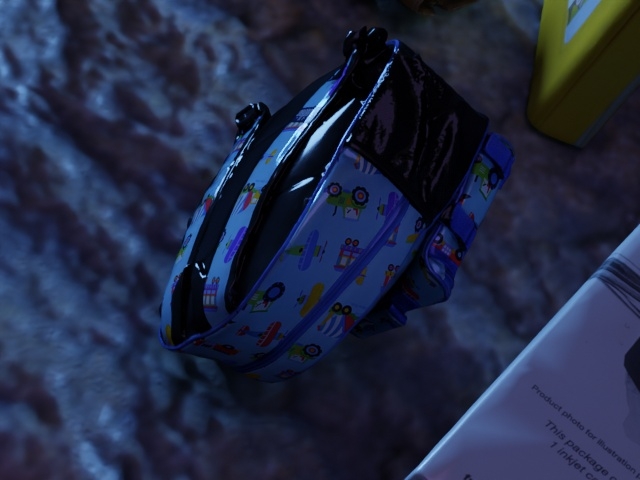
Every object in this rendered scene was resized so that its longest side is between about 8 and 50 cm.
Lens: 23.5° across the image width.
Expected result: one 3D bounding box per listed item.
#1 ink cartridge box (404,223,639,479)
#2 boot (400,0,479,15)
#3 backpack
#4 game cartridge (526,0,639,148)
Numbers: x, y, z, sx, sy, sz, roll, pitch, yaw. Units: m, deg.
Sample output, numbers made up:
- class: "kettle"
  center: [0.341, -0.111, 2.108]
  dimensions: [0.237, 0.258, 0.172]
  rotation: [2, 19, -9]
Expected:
- class: "ink cartridge box"
  center: [0.121, 0.111, 0.719]
  dimensions: [0.114, 0.197, 0.273]
  rotation: [42, 49, 11]
- class: "boot"
  center: [0.018, -0.206, 1.013]
  dimensions: [0.197, 0.073, 0.152]
  rotation: [-22, 69, -33]
- class: "backpack"
  center: [0.000, 0.000, 0.788]
  dimensions: [0.117, 0.158, 0.173]
  rotation: [37, 59, -17]
- class: "game cartridge"
  center: [0.240, -0.257, 0.980]
  dimensions: [0.053, 0.323, 0.285]
  rotation: [23, 47, -9]
